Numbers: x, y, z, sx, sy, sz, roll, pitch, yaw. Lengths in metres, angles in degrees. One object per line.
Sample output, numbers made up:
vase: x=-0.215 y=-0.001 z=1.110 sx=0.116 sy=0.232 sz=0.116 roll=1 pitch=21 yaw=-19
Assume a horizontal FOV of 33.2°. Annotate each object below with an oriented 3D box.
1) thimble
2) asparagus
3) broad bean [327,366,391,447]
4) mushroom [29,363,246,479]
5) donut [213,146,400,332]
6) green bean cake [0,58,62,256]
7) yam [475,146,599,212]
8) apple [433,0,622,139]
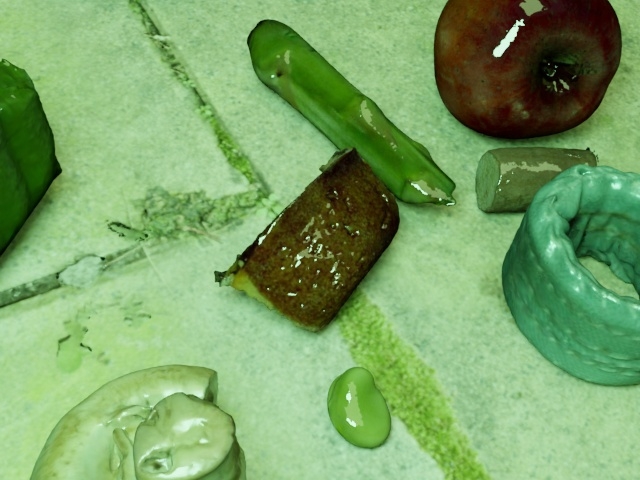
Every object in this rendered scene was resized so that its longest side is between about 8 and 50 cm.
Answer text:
thimble: x=0.311 y=0.038 z=1.140 sx=0.198 sy=0.143 sz=0.235 roll=-26 pitch=63 yaw=-25
asparagus: x=0.038 y=-0.140 z=1.269 sx=0.082 sy=0.085 sz=0.343 roll=-35 pitch=67 yaw=-26
broad bean: x=0.037 y=0.166 z=1.059 sx=0.063 sy=0.045 sz=0.083 roll=-4 pitch=61 yaw=-27
mushroom: x=-0.151 y=0.220 z=0.890 sx=0.189 sy=0.195 sz=0.253 roll=-11 pitch=52 yaw=-13
donut: x=-0.001 y=0.002 z=1.126 sx=0.126 sy=0.144 sz=0.186 roll=41 pitch=28 yaw=-3
green bean cake: x=-0.464 y=-0.070 z=1.062 sx=0.335 sy=0.218 sz=0.319 roll=29 pitch=61 yaw=20
yam: x=0.252 y=-0.070 z=1.251 sx=0.127 sy=0.084 sz=0.084 roll=1 pitch=53 yaw=-9
apple: x=0.248 y=-0.233 z=1.301 sx=0.234 sy=0.234 sz=0.234 roll=5 pitch=52 yaw=-6
